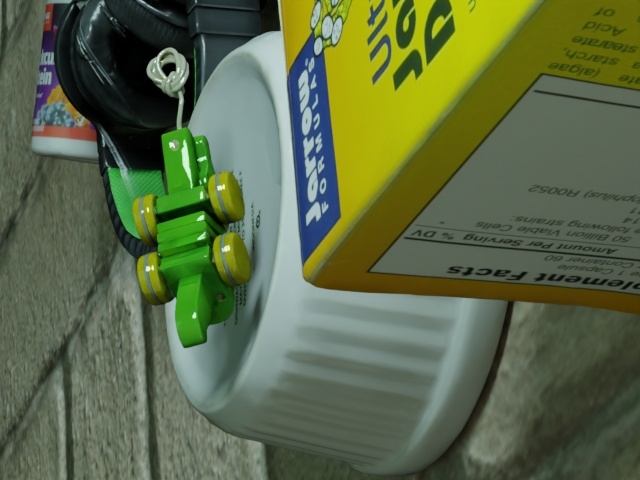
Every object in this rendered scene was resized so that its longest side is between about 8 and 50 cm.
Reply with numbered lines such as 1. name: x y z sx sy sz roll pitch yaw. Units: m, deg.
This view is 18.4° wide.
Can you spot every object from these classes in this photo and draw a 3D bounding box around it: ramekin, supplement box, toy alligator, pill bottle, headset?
1. ramekin: 0.000 0.000 1.152 0.273 0.127 0.273 -173 90 -68
2. supplement box: 0.135 -0.132 0.746 0.356 0.194 0.195 130 141 -55
3. toy alligator: -0.069 -0.018 1.093 0.051 0.056 0.190 55 -157 -55
4. pill bottle: -0.187 -0.164 1.708 0.108 0.108 0.193 -177 93 -69
5. headset: -0.143 -0.177 1.492 0.243 0.185 0.394 133 135 -57
